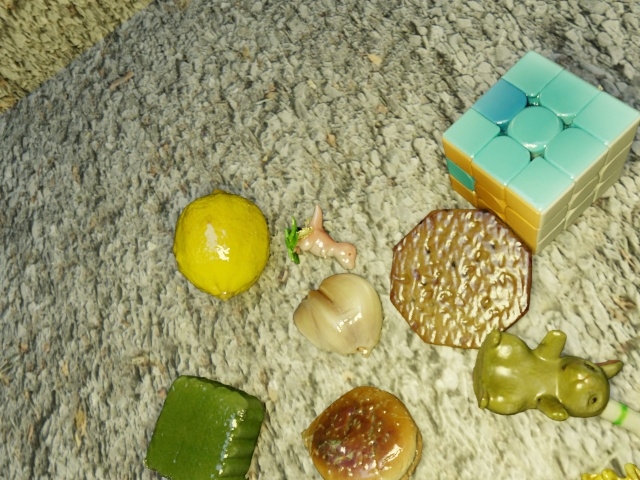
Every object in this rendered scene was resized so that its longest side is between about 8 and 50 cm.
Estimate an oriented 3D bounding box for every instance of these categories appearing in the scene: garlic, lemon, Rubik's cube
[{"bbox_3d":[0.054,0.188,1.330,0.228,0.110,0.217,39,84,29],"label":"garlic"},{"bbox_3d":[-0.271,0.015,1.437,0.268,0.268,0.322,-5,71,19],"label":"lemon"},{"bbox_3d":[0.492,-0.193,1.203,0.290,0.291,0.292,-43,63,1],"label":"Rubik's cube"}]

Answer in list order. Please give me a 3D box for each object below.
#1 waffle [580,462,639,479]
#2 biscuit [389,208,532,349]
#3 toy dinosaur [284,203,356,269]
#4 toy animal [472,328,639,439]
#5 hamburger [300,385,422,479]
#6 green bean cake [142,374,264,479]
[{"bbox_3d":[0.601,0.533,0.976,0.219,0.057,0.229,-44,60,24],"label":"waffle"},{"bbox_3d":[0.332,0.088,1.258,0.358,0.046,0.360,-5,80,30],"label":"biscuit"},{"bbox_3d":[-0.002,-0.003,1.408,0.176,0.152,0.194,-15,72,6],"label":"toy dinosaur"},{"bbox_3d":[0.501,0.291,1.077,0.362,0.180,0.181,3,66,20],"label":"toy animal"},{"bbox_3d":[0.095,0.452,1.176,0.285,0.146,0.243,-10,45,35],"label":"hamburger"},{"bbox_3d":[-0.286,0.488,1.315,0.246,0.156,0.250,11,75,25],"label":"green bean cake"}]
